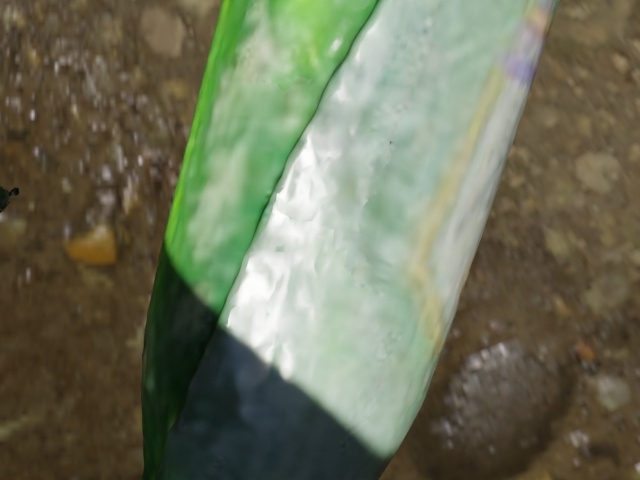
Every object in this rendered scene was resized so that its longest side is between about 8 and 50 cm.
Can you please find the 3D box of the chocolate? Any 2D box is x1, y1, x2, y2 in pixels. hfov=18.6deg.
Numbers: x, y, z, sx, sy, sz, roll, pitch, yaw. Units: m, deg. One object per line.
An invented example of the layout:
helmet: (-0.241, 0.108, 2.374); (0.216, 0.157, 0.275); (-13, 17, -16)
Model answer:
chocolate: (0.000, 0.000, 0.585); (0.110, 0.110, 0.291); (15, 93, -14)

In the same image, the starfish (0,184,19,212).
starfish: (-0.266, 0.019, 0.603); (0.347, 0.358, 0.078); (-20, 159, -8)
